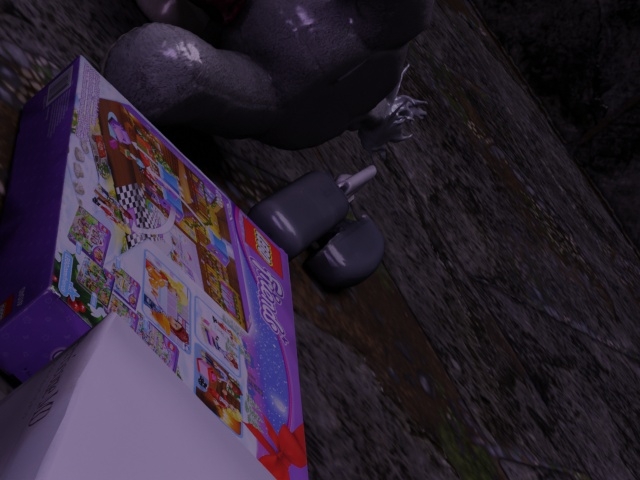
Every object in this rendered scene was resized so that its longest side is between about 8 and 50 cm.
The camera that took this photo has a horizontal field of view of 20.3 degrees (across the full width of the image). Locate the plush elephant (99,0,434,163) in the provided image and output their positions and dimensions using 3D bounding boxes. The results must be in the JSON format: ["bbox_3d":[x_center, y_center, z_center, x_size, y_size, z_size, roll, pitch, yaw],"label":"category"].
[{"bbox_3d":[-0.041,-0.214,1.368,0.255,0.272,0.330,58,7,22],"label":"plush elephant"}]

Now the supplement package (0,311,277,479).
[{"bbox_3d":[-0.098,0.164,0.497,0.149,0.203,0.194,48,16,-14],"label":"supplement package"}]

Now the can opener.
[{"bbox_3d":[0.000,0.000,1.350,0.095,0.076,0.283,51,17,0],"label":"can opener"}]

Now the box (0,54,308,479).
[{"bbox_3d":[-0.097,0.032,1.044,0.201,0.057,0.293,44,18,-23],"label":"box"}]
